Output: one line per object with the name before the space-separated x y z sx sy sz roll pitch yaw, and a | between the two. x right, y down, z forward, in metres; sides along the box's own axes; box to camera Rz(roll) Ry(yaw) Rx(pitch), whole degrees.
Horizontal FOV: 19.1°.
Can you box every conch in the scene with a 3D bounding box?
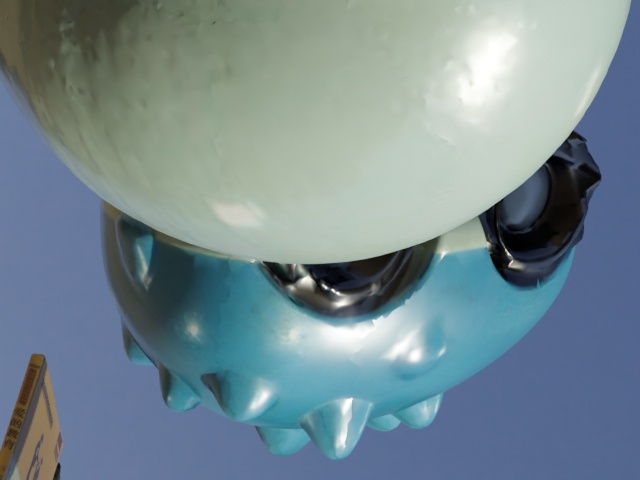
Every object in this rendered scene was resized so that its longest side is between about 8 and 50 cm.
conch | -0.024 -0.081 0.517 0.221 0.121 0.185 -11 -87 41

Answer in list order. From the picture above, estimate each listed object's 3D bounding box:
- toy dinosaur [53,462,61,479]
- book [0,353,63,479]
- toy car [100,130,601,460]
toy dinosaur | -0.291 0.279 1.600 0.292 0.079 0.120 -46 -136 36
book | -0.217 0.183 1.363 0.118 0.012 0.172 89 10 -50
toy car | 0.009 0.015 0.977 0.188 0.255 0.190 22 -64 48
